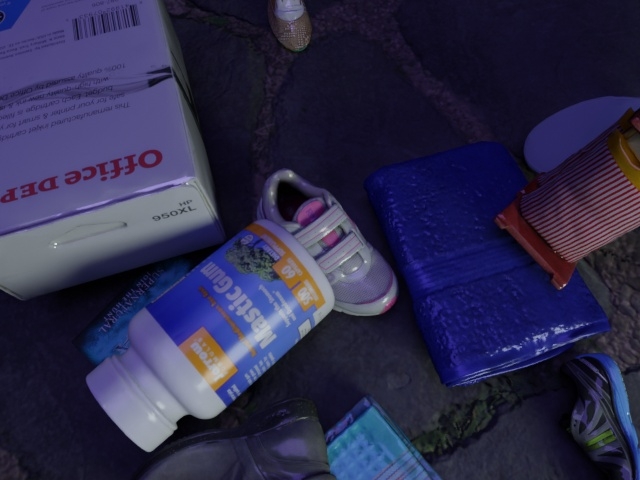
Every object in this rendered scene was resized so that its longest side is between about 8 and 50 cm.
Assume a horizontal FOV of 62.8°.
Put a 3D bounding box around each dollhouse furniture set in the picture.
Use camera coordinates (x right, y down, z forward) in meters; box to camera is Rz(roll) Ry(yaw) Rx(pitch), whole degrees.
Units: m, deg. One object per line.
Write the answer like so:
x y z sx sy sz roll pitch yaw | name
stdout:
0.417 0.027 0.584 0.374 0.201 0.152 47 50 6 | dollhouse furniture set

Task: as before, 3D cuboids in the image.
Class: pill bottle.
-0.127 0.110 0.624 0.272 0.152 0.152 -41 70 -20 | pill bottle

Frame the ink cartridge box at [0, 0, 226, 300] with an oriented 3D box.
-0.315 -0.155 0.700 0.285 0.166 0.395 -17 64 -3 | ink cartridge box

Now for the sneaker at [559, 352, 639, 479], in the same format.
0.325 0.229 0.611 0.078 0.067 0.188 -13 66 22 | sneaker

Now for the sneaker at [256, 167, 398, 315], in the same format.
0.000 0.000 0.698 0.252 0.111 0.103 41 75 18 | sneaker

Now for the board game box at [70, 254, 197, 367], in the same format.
-0.227 0.108 0.714 0.126 0.026 0.186 35 73 18 | board game box

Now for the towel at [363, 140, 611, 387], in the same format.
0.206 0.021 0.701 0.227 0.076 0.308 -15 66 -10 | towel

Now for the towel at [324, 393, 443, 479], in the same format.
0.010 0.392 0.563 0.370 0.040 0.271 -39 69 -14 | towel

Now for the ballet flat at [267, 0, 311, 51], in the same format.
-0.064 -0.424 0.909 0.073 0.067 0.206 -16 67 -4 | ballet flat

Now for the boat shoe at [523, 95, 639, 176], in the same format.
0.480 -0.125 0.711 0.367 0.156 0.136 -8 68 32 | boat shoe

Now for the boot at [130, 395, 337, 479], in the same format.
-0.091 0.285 0.562 0.246 0.083 0.161 -25 50 4 | boot
